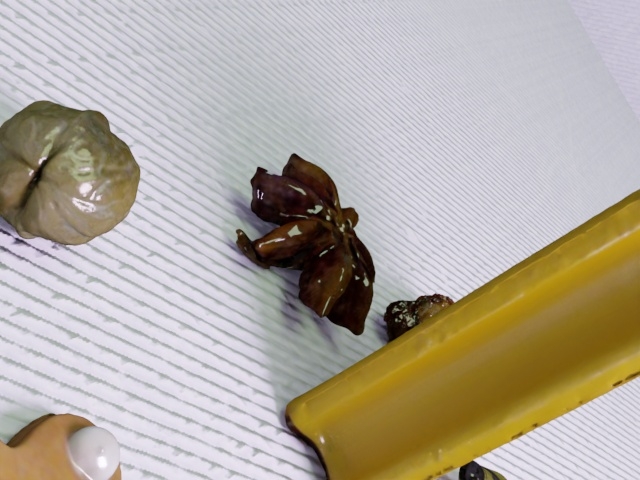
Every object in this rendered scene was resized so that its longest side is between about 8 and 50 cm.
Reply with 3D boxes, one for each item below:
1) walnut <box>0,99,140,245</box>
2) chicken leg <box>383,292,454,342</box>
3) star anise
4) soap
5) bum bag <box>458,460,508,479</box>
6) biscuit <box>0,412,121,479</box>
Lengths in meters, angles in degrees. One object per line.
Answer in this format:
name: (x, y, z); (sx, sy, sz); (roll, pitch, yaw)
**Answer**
walnut: (-0.146, -0.038, 0.527); (0.092, 0.092, 0.092); (37, 36, -34)
chicken leg: (0.102, 0.079, 0.843); (0.145, 0.037, 0.062); (7, 80, -54)
star anise: (0.000, -0.001, 0.735); (0.168, 0.057, 0.168); (36, 38, -34)
soap: (0.148, 0.067, 0.641); (0.096, 0.324, 0.204); (60, 27, 11)
bum bag: (0.129, 0.261, 0.693); (0.107, 0.060, 0.232); (49, 31, -16)
biscuit: (-0.152, 0.133, 0.395); (0.340, 0.047, 0.216); (53, 31, -11)
